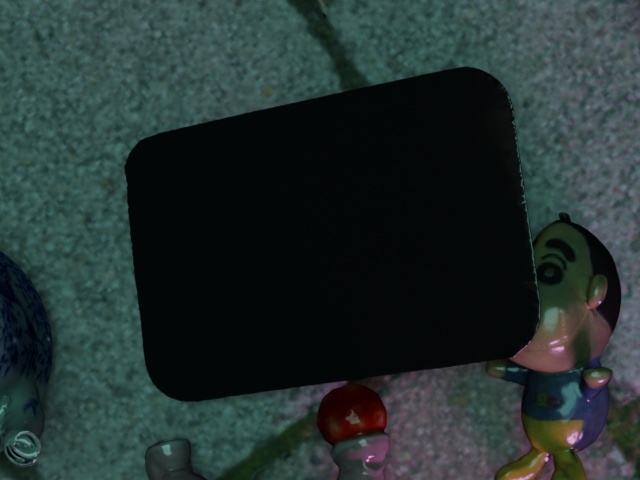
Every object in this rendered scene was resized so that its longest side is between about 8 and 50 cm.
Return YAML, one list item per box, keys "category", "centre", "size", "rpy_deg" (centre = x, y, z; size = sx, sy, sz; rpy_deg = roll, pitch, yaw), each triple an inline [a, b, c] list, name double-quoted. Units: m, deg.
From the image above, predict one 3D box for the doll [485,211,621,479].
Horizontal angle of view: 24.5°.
- category: "doll"
  centre: [0.144, 0.070, 0.916]
  size: [0.089, 0.102, 0.179]
  rpy_deg: [14, 79, -39]

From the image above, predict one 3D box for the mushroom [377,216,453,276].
- category: "mushroom"
  centre: [0.070, 0.006, 0.929]
  size: [0.084, 0.067, 0.083]
  rpy_deg: [-1, 84, 9]

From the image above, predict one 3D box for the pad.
- category: "pad"
  centre: [0.000, 0.000, 0.918]
  size: [0.267, 0.004, 0.181]
  rpy_deg: [-9, 85, 22]

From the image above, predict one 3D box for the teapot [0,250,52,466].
- category: "teapot"
  centre: [-0.256, 0.065, 0.898]
  size: [0.232, 0.159, 0.159]
  rpy_deg: [32, 87, 5]

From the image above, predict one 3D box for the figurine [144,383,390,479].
- category: "figurine"
  centre: [-0.008, 0.234, 0.866]
  size: [0.176, 0.186, 0.287]
  rpy_deg: [-2, 66, -22]
